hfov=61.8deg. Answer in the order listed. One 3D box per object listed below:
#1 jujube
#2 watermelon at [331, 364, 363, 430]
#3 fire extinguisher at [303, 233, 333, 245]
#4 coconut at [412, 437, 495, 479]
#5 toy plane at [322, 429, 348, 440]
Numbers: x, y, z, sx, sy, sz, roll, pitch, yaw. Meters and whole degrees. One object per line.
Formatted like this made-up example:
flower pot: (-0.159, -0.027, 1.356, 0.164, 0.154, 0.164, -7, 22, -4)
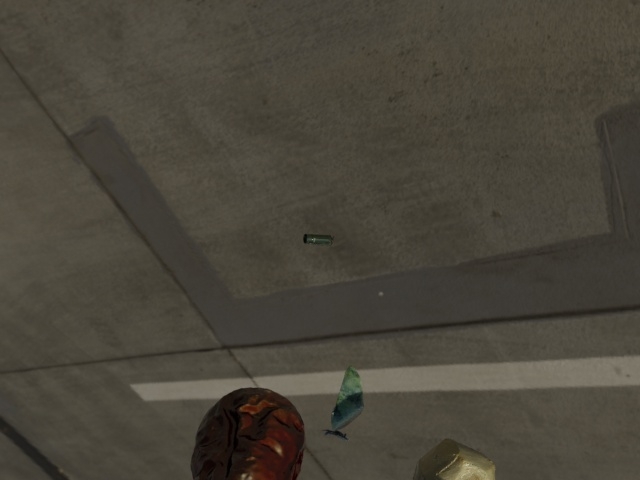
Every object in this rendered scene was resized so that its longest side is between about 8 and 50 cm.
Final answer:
jujube: (-0.131, 0.402, 0.953, 0.217, 0.342, 0.216, -1, 103, -5)
watermelon: (0.086, 0.448, 1.507, 0.081, 0.094, 0.180, 13, 90, 10)
fire extinguisher: (0.000, 0.000, 1.341, 0.083, 0.038, 0.025, 2, 143, -27)
coconut: (0.438, 0.766, 1.710, 0.247, 0.245, 0.245, -38, 110, 0)
toy plane: (0.046, 0.560, 1.547, 0.085, 0.024, 0.078, 1, 164, 32)
